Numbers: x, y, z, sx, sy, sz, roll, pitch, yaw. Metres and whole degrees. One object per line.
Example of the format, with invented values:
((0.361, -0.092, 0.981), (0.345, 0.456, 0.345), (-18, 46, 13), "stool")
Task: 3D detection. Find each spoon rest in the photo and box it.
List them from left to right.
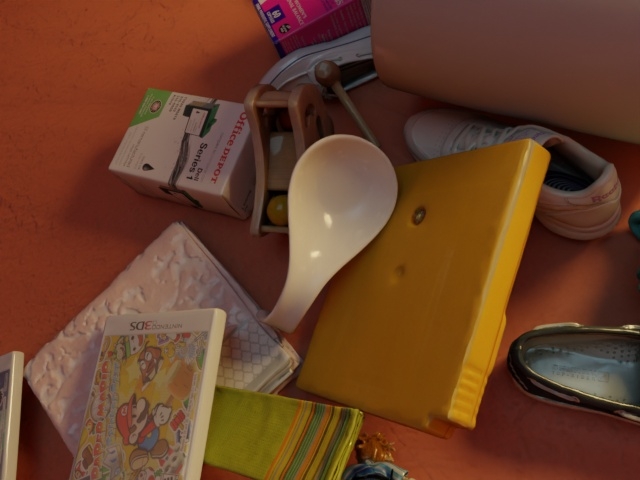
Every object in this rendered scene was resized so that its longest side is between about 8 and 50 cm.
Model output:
((0.000, 0.000, 0.779), (0.137, 0.084, 0.276), (23, 101, -10), "spoon rest")

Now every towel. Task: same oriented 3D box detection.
((-0.236, 0.177, 0.873), (0.332, 0.053, 0.317), (-44, 62, -5), "towel")
((-0.067, 0.223, 0.707), (0.237, 0.021, 0.102), (-1, 47, 37), "towel")

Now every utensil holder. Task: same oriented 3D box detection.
((0.291, -0.299, 0.729), (0.385, 0.327, 0.328), (18, 74, 19), "utensil holder")

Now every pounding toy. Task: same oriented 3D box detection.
((-0.010, -0.133, 0.847), (0.154, 0.154, 0.270), (4, 86, 20), "pounding toy")

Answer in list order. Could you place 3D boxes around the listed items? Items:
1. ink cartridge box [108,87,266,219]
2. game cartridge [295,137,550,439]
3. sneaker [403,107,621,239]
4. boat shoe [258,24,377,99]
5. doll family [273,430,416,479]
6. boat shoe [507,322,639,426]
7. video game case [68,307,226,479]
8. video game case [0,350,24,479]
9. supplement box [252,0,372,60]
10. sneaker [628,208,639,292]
((-0.195, -0.140, 0.970), (0.219, 0.092, 0.160), (13, 73, 23), "ink cartridge box")
((0.109, 0.050, 0.730), (0.285, 0.052, 0.324), (-3, 64, 58), "game cartridge")
((0.240, -0.117, 0.786), (0.305, 0.152, 0.114), (28, 80, 28), "sneaker")
((0.012, -0.262, 0.960), (0.226, 0.083, 0.076), (-27, 61, 5), "boat shoe")
((0.025, 0.291, 0.684), (0.263, 0.118, 0.163), (-10, 24, 13), "doll family")
((0.360, 0.152, 0.665), (0.302, 0.091, 0.114), (0, 67, 18), "boat shoe")
((-0.222, 0.202, 0.785), (0.206, 0.026, 0.227), (-8, 65, 31), "video game case")
((-0.513, 0.284, 0.910), (0.183, 0.023, 0.201), (-21, 63, 24), "video game case")
((0.020, -0.367, 0.988), (0.220, 0.114, 0.111), (-27, 61, 4), "supplement box")
((0.405, 0.050, 0.663), (0.110, 0.107, 0.275), (-10, 34, 22), "sneaker")
